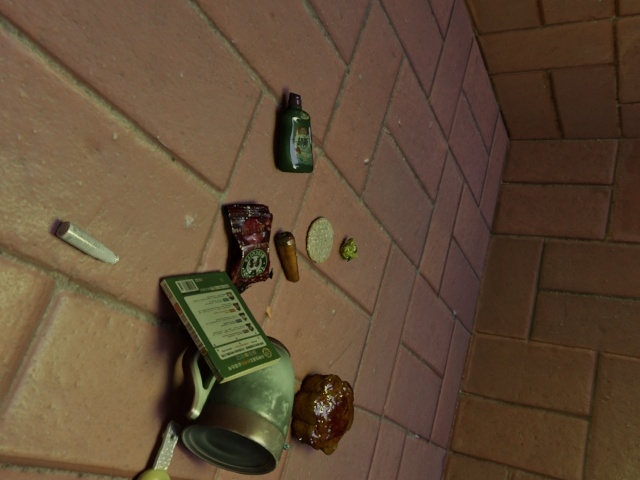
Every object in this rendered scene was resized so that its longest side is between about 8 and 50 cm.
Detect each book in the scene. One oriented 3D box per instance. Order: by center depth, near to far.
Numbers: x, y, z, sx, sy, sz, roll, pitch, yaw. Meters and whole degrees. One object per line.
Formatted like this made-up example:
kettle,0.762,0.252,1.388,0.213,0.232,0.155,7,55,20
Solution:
book,-0.223,0.186,1.277,0.264,0.027,0.202,54,25,18

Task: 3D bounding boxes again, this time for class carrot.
carrot,-0.091,0.049,1.619,0.055,0.055,0.161,-47,139,-45

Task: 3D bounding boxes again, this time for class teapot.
teapot,-0.200,0.344,1.350,0.315,0.233,0.312,45,39,-25

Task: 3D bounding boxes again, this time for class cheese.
cheese,-0.365,0.527,1.239,0.127,0.050,0.255,41,58,-51

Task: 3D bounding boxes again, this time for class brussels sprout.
brussels sprout,0.097,0.036,1.919,0.085,0.058,0.085,-13,90,-88

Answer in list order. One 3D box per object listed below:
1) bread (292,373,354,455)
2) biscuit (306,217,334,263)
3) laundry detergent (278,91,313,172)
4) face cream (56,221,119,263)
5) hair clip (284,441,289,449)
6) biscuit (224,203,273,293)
bread,0.009,0.541,1.764,0.232,0.135,0.246,-44,130,-47
biscuit,0.000,0.000,1.785,0.152,0.020,0.152,-15,108,-56
laundry detergent,-0.066,-0.302,1.585,0.144,0.078,0.221,-6,97,-60
face cream,-0.435,0.009,1.063,0.130,0.034,0.034,46,56,-50
hair clip,-0.138,0.543,1.615,0.229,0.070,0.039,70,35,-47
biscuit,-0.181,0.021,1.455,0.151,0.063,0.235,-10,108,-46
